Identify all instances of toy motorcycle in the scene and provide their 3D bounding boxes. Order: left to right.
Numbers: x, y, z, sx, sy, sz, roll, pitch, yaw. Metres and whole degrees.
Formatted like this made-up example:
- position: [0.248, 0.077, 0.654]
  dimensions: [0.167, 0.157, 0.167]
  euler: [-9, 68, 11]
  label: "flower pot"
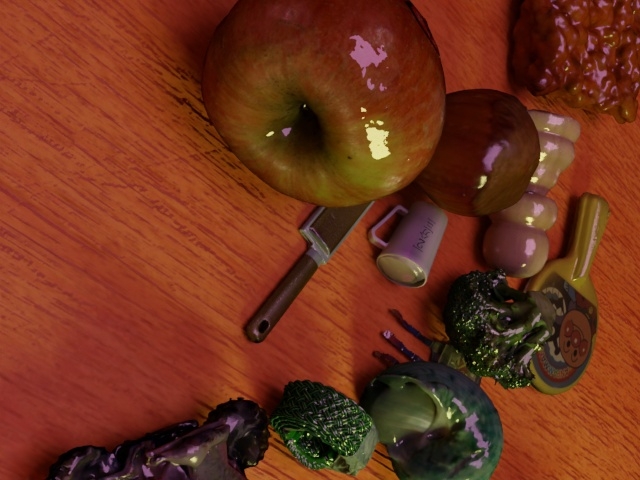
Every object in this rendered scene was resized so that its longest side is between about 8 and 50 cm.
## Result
- position: [-0.201, 0.305, 0.997]
  dimensions: [0.401, 0.134, 0.207]
  euler: [-9, 87, -43]
  label: "toy motorcycle"

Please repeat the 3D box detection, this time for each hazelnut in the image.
- position: [0.208, -0.132, 1.336]
  dimensions: [0.210, 0.186, 0.210]
  euler: [40, 25, -24]
  label: "hazelnut"

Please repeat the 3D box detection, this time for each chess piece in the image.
- position: [0.319, -0.071, 1.505]
  dimensions: [0.142, 0.142, 0.261]
  euler: [15, 85, -41]
  label: "chess piece"

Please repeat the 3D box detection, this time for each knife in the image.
- position: [-0.001, -0.001, 1.266]
  dimensions: [0.061, 0.027, 0.343]
  euler: [53, 55, -21]
  label: "knife"

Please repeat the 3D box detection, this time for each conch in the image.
- position: [0.157, 0.268, 1.323]
  dimensions: [0.134, 0.196, 0.202]
  euler: [-26, 125, -64]
  label: "conch"

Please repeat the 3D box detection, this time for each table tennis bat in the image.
- position: [0.431, 0.087, 1.636]
  dimensions: [0.224, 0.054, 0.369]
  euler: [33, 70, -37]
  label: "table tennis bat"

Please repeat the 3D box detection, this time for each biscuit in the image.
- position: [0.456, -0.374, 1.650]
  dimensions: [0.312, 0.110, 0.318]
  euler: [7, 83, -41]
  label: "biscuit"

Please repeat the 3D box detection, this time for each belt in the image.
- position: [0.003, 0.244, 1.190]
  dimensions: [0.151, 0.121, 0.079]
  euler: [47, 56, -35]
  label: "belt"

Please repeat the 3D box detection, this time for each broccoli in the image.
- position: [0.259, 0.129, 1.401]
  dimensions: [0.195, 0.156, 0.195]
  euler: [31, 50, -44]
  label: "broccoli"

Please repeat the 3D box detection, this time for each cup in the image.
- position: [0.122, -0.002, 1.357]
  dimensions: [0.104, 0.074, 0.116]
  euler: [31, 60, -5]
  label: "cup"

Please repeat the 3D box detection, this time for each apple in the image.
- position: [0.013, -0.194, 1.134]
  dimensions: [0.309, 0.277, 0.250]
  euler: [74, 30, -45]
  label: "apple"

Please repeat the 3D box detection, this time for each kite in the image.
- position: [0.167, 0.193, 1.415]
  dimensions: [0.245, 0.015, 0.141]
  euler: [40, 60, -34]
  label: "kite"
